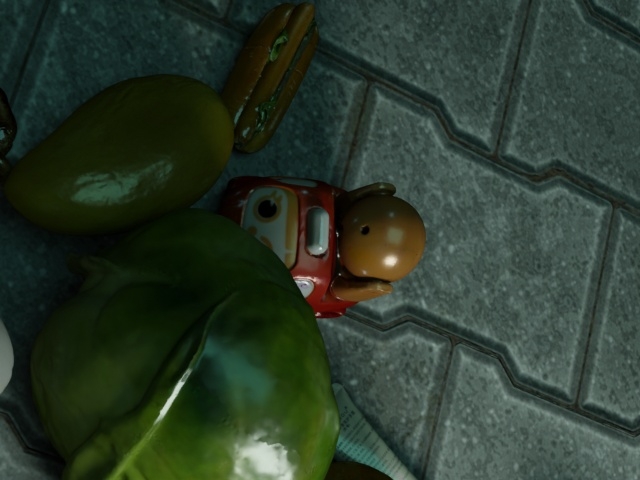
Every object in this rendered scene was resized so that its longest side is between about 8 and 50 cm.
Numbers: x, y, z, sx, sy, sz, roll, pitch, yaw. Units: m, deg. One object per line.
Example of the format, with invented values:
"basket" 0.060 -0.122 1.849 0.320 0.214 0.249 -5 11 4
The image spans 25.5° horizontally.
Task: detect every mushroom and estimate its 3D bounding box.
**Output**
"mushroom" -0.441 -0.133 1.785 0.135 0.080 0.171 -38 108 -16

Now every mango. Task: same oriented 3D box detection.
"mango" -0.241 -0.105 1.836 0.195 0.142 0.332 33 50 12

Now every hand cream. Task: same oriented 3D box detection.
"hand cream" 0.086 0.329 2.018 0.276 0.059 0.095 48 62 -8

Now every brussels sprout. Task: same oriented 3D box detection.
"brussels sprout" -0.156 0.177 1.709 0.342 0.361 0.425 -17 84 -27

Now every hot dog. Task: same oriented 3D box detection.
"hot dog" -0.073 -0.238 2.028 0.100 0.068 0.250 34 66 -22

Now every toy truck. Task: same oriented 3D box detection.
"toy truck" 0.000 0.000 1.922 0.264 0.239 0.189 8 75 -28

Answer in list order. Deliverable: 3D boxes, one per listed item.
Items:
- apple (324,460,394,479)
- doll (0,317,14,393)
"apple" 0.024 0.410 1.892 0.236 0.207 0.237 2 78 -11
"doll" -0.453 0.144 1.628 0.221 0.251 0.221 -1 92 -61
